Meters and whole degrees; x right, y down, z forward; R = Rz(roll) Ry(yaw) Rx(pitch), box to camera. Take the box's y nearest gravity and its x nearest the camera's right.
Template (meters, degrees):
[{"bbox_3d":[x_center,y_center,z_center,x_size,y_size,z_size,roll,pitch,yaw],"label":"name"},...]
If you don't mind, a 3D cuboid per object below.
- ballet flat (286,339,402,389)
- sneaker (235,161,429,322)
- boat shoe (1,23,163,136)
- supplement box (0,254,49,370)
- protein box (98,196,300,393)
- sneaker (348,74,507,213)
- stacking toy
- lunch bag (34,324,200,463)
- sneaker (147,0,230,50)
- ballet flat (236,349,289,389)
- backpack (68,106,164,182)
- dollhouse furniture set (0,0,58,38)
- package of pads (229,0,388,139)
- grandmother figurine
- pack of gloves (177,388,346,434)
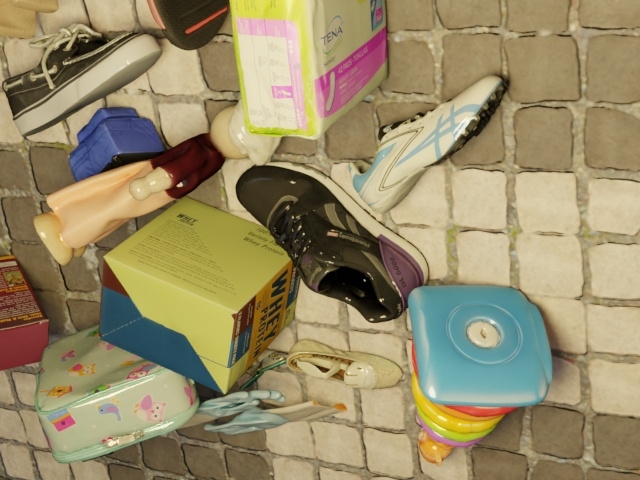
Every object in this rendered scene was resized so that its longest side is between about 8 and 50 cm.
[{"bbox_3d":[0.030,0.183,1.514,0.168,0.052,0.057,11,120,22],"label":"ballet flat"},{"bbox_3d":[0.000,0.000,1.386,0.283,0.124,0.107,32,125,10],"label":"sneaker"},{"bbox_3d":[-0.329,-0.233,1.445,0.306,0.113,0.105,-16,102,49],"label":"boat shoe"},{"bbox_3d":[-0.495,0.111,1.665,0.188,0.104,0.081,48,139,45],"label":"supplement box"},{"bbox_3d":[-0.157,0.067,1.456,0.199,0.201,0.136,21,123,16],"label":"protein box"},{"bbox_3d":[0.122,-0.123,1.285,0.237,0.085,0.086,-40,86,34],"label":"sneaker"},{"bbox_3d":[0.178,0.206,1.402,0.165,0.175,0.302,2,139,-8],"label":"stacking toy"},{"bbox_3d":[-0.282,0.201,1.533,0.224,0.279,0.108,-16,109,-6],"label":"lunch bag"},{"bbox_3d":[-0.197,-0.387,1.313,0.136,0.116,0.314,34,147,52],"label":"sneaker"},{"bbox_3d":[-0.090,0.181,1.587,0.114,0.041,0.041,-35,96,36],"label":"ballet flat"},{"bbox_3d":[-0.288,-0.120,1.494,0.120,0.098,0.101,-43,63,37],"label":"backpack"},{"bbox_3d":[-0.624,-0.334,1.405,0.362,0.394,0.256,-32,71,36],"label":"dollhouse furniture set"},{"bbox_3d":[-0.012,-0.279,1.178,0.101,0.229,0.297,7,118,24],"label":"package of pads"},{"bbox_3d":[-0.200,-0.085,1.391,0.342,0.208,0.104,-29,104,8],"label":"grandmother figurine"},{"bbox_3d":[-0.112,0.237,1.572,0.232,0.195,0.046,-19,63,33],"label":"pack of gloves"}]
